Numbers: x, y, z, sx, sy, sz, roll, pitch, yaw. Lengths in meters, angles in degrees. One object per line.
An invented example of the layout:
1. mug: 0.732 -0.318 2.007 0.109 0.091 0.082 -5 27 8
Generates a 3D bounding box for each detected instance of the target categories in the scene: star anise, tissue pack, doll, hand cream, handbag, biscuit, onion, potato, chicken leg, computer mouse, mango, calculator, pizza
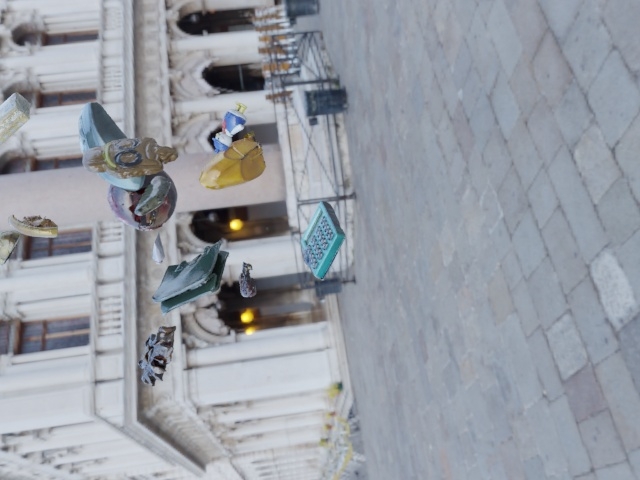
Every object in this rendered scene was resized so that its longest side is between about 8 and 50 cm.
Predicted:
1. star anise: -0.567 0.388 2.006 0.220 0.099 0.214 -65 30 13
2. tissue pack: -1.333 -0.504 2.469 0.090 0.222 0.186 44 -173 -41
3. doll: -0.232 -0.284 1.484 0.099 0.057 0.143 36 98 46
4. hand cream: -0.709 0.039 2.540 0.084 0.053 0.142 -91 3 -55
5. handbag: -0.459 0.128 2.076 0.079 0.247 0.260 59 -163 -26
6. biscuit: -0.600 -0.267 1.847 0.208 0.290 0.041 -116 23 -46
7. onion: -0.665 -0.164 2.240 0.195 0.272 0.272 8 107 53
8. potato: -0.925 0.005 1.707 0.103 0.066 0.096 -42 30 35
9. chicken leg: -0.246 0.136 1.961 0.253 0.051 0.106 125 135 -72
10. computer mouse: -0.770 -0.326 2.074 0.371 0.122 0.188 53 132 9
11. mango: -0.276 -0.231 1.834 0.154 0.252 0.126 14 130 41
12. calculator: 0.000 0.000 2.398 0.248 0.058 0.274 -63 29 28
13. pizza: -1.198 -0.064 2.446 0.134 0.271 0.056 -36 -43 -47

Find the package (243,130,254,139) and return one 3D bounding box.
1. package: -0.258 -0.337 2.116 0.131 0.047 0.071 -101 9 -46

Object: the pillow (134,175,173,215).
1. pillow: -0.559 -0.160 1.990 0.241 0.093 0.051 -83 -24 -55
